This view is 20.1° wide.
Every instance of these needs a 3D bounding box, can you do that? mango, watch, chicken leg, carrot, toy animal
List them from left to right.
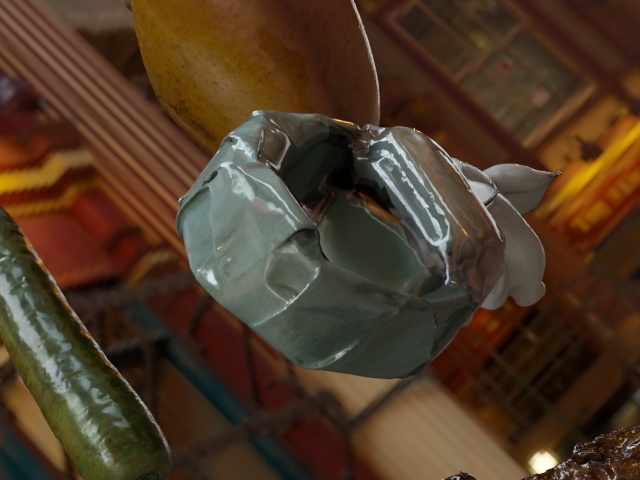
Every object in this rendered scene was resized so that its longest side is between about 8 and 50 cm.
[{"bbox_3d":[-0.225,0.074,1.478,0.074,0.358,0.074,-24,-37,-19],"label":"carrot"},{"bbox_3d":[-0.056,-0.170,1.699,0.201,0.350,0.199,-30,17,-8],"label":"mango"},{"bbox_3d":[0.000,0.000,1.373,0.241,0.253,0.161,17,-62,-38],"label":"watch"},{"bbox_3d":[0.159,-0.013,1.981,0.325,0.208,0.154,-57,-44,-56],"label":"toy animal"},{"bbox_3d":[0.229,0.234,1.670,0.304,0.093,0.113,-10,-43,-17],"label":"chicken leg"}]

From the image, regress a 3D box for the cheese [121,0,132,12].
[{"bbox_3d":[-0.168,-0.358,2.234,0.091,0.175,0.202,10,-75,-58],"label":"cheese"}]
